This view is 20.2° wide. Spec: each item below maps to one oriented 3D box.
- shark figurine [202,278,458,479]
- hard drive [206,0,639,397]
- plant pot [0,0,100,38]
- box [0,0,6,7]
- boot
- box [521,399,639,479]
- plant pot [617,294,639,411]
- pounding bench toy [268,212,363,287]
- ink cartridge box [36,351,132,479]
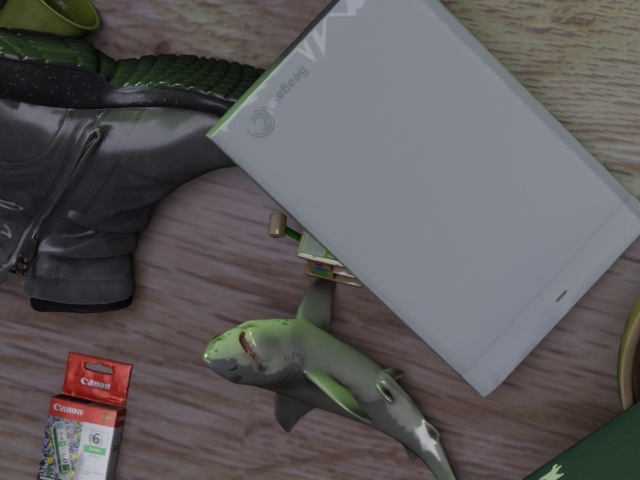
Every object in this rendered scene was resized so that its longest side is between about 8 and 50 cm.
[{"bbox_3d":[0.019,0.150,1.498,0.278,0.166,0.116,38,123,-9],"label":"shark figurine"},{"bbox_3d":[0.090,-0.051,1.435,0.307,0.040,0.203,43,89,-12],"label":"hard drive"},{"bbox_3d":[-0.245,-0.182,1.543,0.083,0.083,0.079,46,110,7],"label":"plant pot"},{"bbox_3d":[-0.354,-0.235,1.534,0.148,0.121,0.311,45,98,8],"label":"box"},{"bbox_3d":[-0.149,-0.043,1.514,0.338,0.118,0.223,11,109,0],"label":"boot"},{"bbox_3d":[0.464,0.266,1.242,0.480,0.297,0.472,-36,100,9],"label":"box"},{"bbox_3d":[0.345,0.090,1.399,0.237,0.110,0.237,0,104,1],"label":"plant pot"},{"bbox_3d":[0.000,0.000,1.496,0.083,0.065,0.052,13,75,9],"label":"pounding bench toy"},{"bbox_3d":[-0.204,0.159,1.557,0.063,0.029,0.115,11,93,11],"label":"ink cartridge box"}]
